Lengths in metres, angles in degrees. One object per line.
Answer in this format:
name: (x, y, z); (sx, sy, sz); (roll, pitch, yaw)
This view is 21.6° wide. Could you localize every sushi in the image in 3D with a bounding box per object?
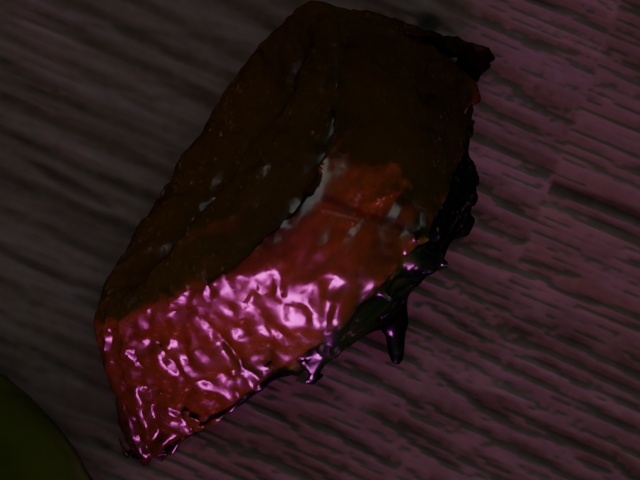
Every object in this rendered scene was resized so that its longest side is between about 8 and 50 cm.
sushi: (-0.001, 0.000, 0.862); (0.149, 0.140, 0.287); (21, 77, 39)

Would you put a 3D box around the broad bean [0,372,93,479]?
broad bean: (-0.218, 0.170, 0.825); (0.291, 0.119, 0.238); (37, 81, 5)
